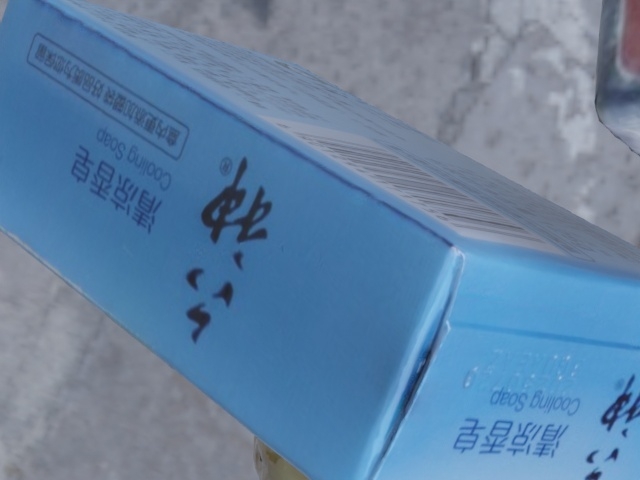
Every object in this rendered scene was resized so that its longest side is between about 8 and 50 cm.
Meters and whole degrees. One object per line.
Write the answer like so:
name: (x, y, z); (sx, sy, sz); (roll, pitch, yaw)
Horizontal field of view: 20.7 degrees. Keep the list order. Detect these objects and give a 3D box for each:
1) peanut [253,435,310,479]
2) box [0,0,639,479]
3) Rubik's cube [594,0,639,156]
peanut: (0.024, 0.101, 1.098); (0.159, 0.291, 0.143); (-17, 124, -17)
box: (0.000, 0.000, 0.569); (0.143, 0.232, 0.083); (10, 106, -45)
Rubik's cube: (0.244, -0.113, 0.469); (0.259, 0.256, 0.253); (26, 65, -48)
